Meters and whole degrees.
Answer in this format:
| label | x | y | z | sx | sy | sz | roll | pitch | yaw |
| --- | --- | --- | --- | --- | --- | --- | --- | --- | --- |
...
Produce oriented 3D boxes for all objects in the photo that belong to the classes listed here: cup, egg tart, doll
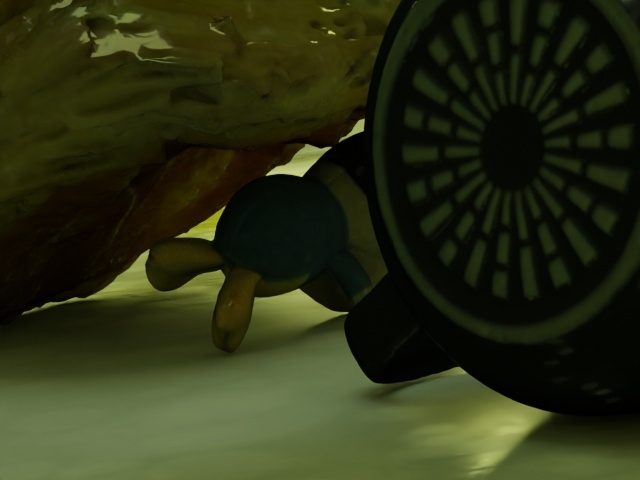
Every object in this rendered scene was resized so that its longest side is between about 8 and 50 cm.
| label | x | y | z | sx | sy | sz | roll | pitch | yaw |
| --- | --- | --- | --- | --- | --- | --- | --- | --- | --- |
| cup | 0.104 | -0.019 | 0.610 | 0.177 | 0.169 | 0.223 | -7 | -26 | -43 |
| egg tart | -0.095 | -0.073 | 0.912 | 0.351 | 0.153 | 0.339 | -21 | -10 | -43 |
| doll | 0.000 | 0.000 | 0.836 | 0.179 | 0.089 | 0.102 | -26 | 51 | -34 |
